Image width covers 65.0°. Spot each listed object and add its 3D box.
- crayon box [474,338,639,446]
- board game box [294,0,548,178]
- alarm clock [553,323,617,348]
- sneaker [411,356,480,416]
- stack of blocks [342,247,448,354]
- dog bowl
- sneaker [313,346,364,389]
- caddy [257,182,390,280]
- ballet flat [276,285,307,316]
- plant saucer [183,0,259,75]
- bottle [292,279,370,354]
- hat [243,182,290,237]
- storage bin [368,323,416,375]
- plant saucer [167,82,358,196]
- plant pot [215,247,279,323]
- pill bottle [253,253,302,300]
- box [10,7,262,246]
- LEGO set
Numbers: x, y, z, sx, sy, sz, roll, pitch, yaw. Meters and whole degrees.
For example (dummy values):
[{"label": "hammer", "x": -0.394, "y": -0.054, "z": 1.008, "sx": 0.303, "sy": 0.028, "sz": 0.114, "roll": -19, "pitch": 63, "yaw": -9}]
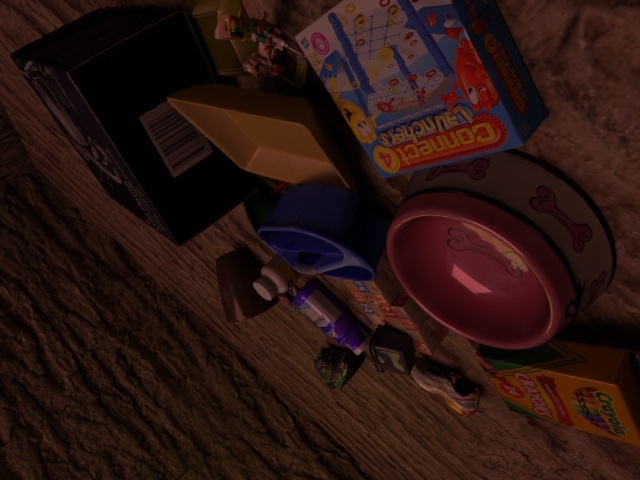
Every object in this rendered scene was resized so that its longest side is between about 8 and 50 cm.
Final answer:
[{"label": "crayon box", "x": 0.484, "y": 0.278, "z": 0.958, "sx": 0.319, "sy": 0.081, "sz": 0.202, "roll": -1, "pitch": 133, "yaw": 50}, {"label": "board game box", "x": 0.145, "y": -0.266, "z": 0.799, "sx": 0.308, "sy": 0.086, "sz": 0.302, "roll": -6, "pitch": 124, "yaw": 56}, {"label": "alarm clock", "x": 0.537, "y": 0.238, "z": 0.994, "sx": 0.192, "sy": 0.064, "sz": 0.129, "roll": 19, "pitch": 143, "yaw": 34}, {"label": "sneaker", "x": 0.359, "y": 0.399, "z": 1.445, "sx": 0.225, "sy": 0.088, "sz": 0.092, "roll": 30, "pitch": 129, "yaw": 26}, {"label": "stack of blocks", "x": 0.186, "y": 0.154, "z": 1.315, "sx": 0.171, "sy": 0.087, "sz": 0.297, "roll": -3, "pitch": 127, "yaw": 55}, {"label": "dog bowl", "x": 0.300, "y": 0.033, "z": 0.934, "sx": 0.408, "sy": 0.150, "sz": 0.408, "roll": 33, "pitch": 151, "yaw": 21}, {"label": "sneaker", "x": 0.049, "y": 0.469, "z": 1.880, "sx": 0.146, "sy": 0.134, "sz": 0.343, "roll": 43, "pitch": 153, "yaw": 4}, {"label": "caddy", "x": 0.000, "y": 0.000, "z": 1.186, "sx": 0.241, "sy": 0.179, "sz": 0.341, "roll": 35, "pitch": 162, "yaw": -30}, {"label": "ballet flat", "x": -0.078, "y": 0.199, "z": 1.755, "sx": 0.222, "sy": 0.077, "sz": 0.079, "roll": 27, "pitch": 140, "yaw": 37}, {"label": "plant saucer", "x": -0.217, "y": -0.438, "z": 1.095, "sx": 0.188, "sy": 0.045, "sz": 0.188, "roll": 15, "pitch": 140, "yaw": 43}, {"label": "bottle", "x": 0.039, "y": 0.255, "z": 1.645, "sx": 0.283, "sy": 0.092, "sz": 0.118, "roll": 44, "pitch": 149, "yaw": 2}, {"label": "hat", "x": -0.104, "y": -0.103, "z": 1.421, "sx": 0.208, "sy": 0.184, "sz": 0.172, "roll": -76, "pitch": -39, "yaw": -72}, {"label": "storage bin", "x": 0.191, "y": 0.299, "z": 1.320, "sx": 0.091, "sy": 0.098, "sz": 0.135, "roll": 8, "pitch": 137, "yaw": 33}, {"label": "plant saucer", "x": -0.098, "y": -0.219, "z": 1.065, "sx": 0.333, "sy": 0.080, "sz": 0.333, "roll": 17, "pitch": 169, "yaw": 25}, {"label": "plant pot", "x": -0.293, "y": 0.154, "z": 1.865, "sx": 0.215, "sy": 0.215, "sz": 0.230, "roll": -6, "pitch": 110, "yaw": 56}, {"label": "pill bottle", "x": -0.116, "y": 0.095, "z": 1.536, "sx": 0.103, "sy": 0.184, "sz": 0.103, "roll": 33, "pitch": 151, "yaw": 21}, {"label": "box", "x": -0.466, "y": -0.307, "z": 1.300, "sx": 0.472, "sy": 0.297, "sz": 0.479, "roll": 28, "pitch": 149, "yaw": 44}, {"label": "LEGO set", "x": -0.093, "y": -0.349, "z": 0.957, "sx": 0.107, "sy": 0.132, "sz": 0.287, "roll": 33, "pitch": 173, "yaw": 10}]
